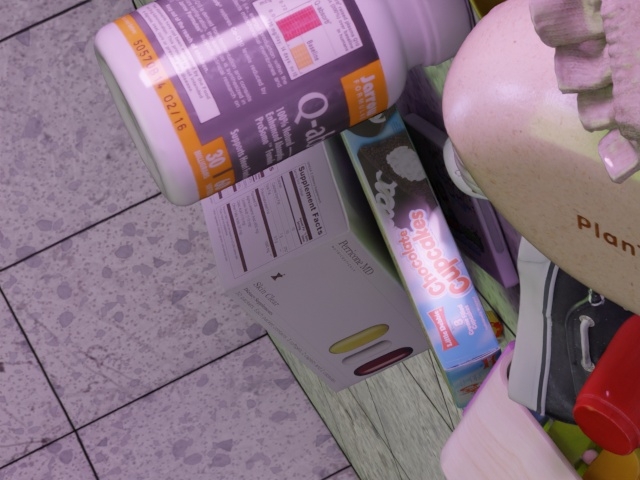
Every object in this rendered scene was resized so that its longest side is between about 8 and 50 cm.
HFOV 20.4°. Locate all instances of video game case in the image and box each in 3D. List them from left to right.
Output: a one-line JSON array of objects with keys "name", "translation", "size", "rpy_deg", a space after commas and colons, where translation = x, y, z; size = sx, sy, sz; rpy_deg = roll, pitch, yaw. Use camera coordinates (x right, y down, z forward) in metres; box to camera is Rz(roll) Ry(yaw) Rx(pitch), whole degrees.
[{"name": "video game case", "translation": [0.132, -0.040, 1.696], "size": [0.143, 0.019, 0.157], "rpy_deg": [67, 171, -23]}]

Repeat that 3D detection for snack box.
[{"name": "snack box", "translation": [0.088, -0.011, 1.679], "size": [0.187, 0.060, 0.322], "rpy_deg": [62, -174, -73]}]

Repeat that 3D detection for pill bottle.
[{"name": "pill bottle", "translation": [-0.029, -0.154, 1.438], "size": [0.162, 0.278, 0.162], "rpy_deg": [62, 172, 15]}]

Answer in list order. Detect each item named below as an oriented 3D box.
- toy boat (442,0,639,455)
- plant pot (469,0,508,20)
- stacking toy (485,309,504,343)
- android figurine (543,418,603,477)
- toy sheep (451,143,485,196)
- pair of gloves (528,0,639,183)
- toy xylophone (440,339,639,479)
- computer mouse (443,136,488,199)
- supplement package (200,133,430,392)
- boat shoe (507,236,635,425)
[{"name": "toy boat", "translation": [0.192, -0.012, 0.937], "size": [0.267, 0.148, 0.318], "rpy_deg": [32, 155, 24]}, {"name": "plant pot", "translation": [0.136, -0.172, 0.994], "size": [0.134, 0.095, 0.134], "rpy_deg": [62, 172, 15]}, {"name": "stacking toy", "translation": [0.210, 0.194, 1.850], "size": [0.167, 0.052, 0.221], "rpy_deg": [60, 173, 35]}, {"name": "android figurine", "translation": [0.249, 0.209, 1.609], "size": [0.273, 0.056, 0.248], "rpy_deg": [59, 171, 29]}, {"name": "toy sheep", "translation": [0.140, -0.076, 1.323], "size": [0.132, 0.091, 0.091], "rpy_deg": [92, 153, -45]}, {"name": "pair of gloves", "translation": [0.154, -0.161, 0.745], "size": [0.204, 0.042, 0.240], "rpy_deg": [-27, 73, 47]}, {"name": "toy xylophone", "translation": [0.225, 0.212, 1.451], "size": [0.236, 0.081, 0.323], "rpy_deg": [-52, 57, 40]}, {"name": "computer mouse", "translation": [0.139, -0.063, 1.501], "size": [0.106, 0.042, 0.193], "rpy_deg": [63, 172, -5]}, {"name": "supplement package", "translation": [0.000, 0.000, 1.846], "size": [0.262, 0.145, 0.204], "rpy_deg": [45, -158, -51]}, {"name": "boat shoe", "translation": [0.200, 0.035, 1.260], "size": [0.102, 0.108, 0.301], "rpy_deg": [25, 142, 21]}]
